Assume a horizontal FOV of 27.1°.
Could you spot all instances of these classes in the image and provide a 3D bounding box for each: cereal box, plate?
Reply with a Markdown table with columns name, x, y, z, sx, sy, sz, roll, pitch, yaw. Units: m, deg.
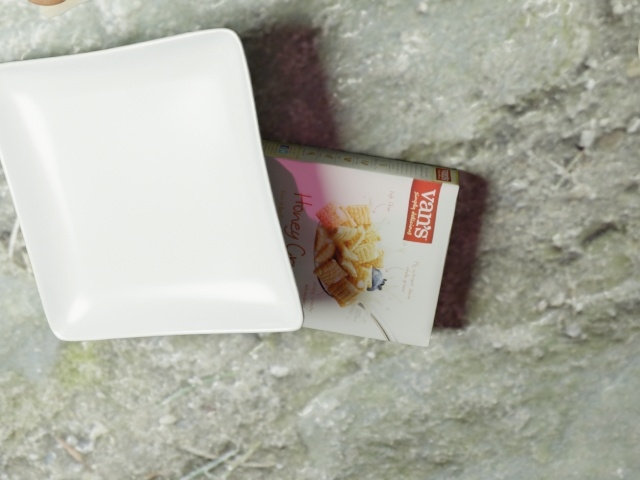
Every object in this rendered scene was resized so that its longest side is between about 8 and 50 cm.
| name | x | y | z | sx | sy | sz | roll | pitch | yaw |
| --- | --- | --- | --- | --- | --- | --- | --- | --- | --- |
| cereal box | 0.000 | 0.000 | 1.252 | 0.240 | 0.047 | 0.173 | 9 | 114 | 2 |
| plate | -0.158 | -0.045 | 1.213 | 0.278 | 0.045 | 0.277 | -5 | 109 | 25 |

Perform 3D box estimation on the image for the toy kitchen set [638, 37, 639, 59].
| name | x | y | z | sx | sy | sz | roll | pitch | yaw |
| --- | --- | --- | --- | --- | --- | --- | --- | --- | --- |
| toy kitchen set | 0.393 | -0.188 | 1.114 | 0.166 | 0.122 | 0.207 | 45 | 131 | -15 |

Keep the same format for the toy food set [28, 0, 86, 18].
| name | x | y | z | sx | sy | sz | roll | pitch | yaw |
| --- | --- | --- | --- | --- | --- | --- | --- | --- | --- |
| toy food set | -0.223 | -0.256 | 1.096 | 0.128 | 0.071 | 0.218 | -18 | 141 | 9 |
